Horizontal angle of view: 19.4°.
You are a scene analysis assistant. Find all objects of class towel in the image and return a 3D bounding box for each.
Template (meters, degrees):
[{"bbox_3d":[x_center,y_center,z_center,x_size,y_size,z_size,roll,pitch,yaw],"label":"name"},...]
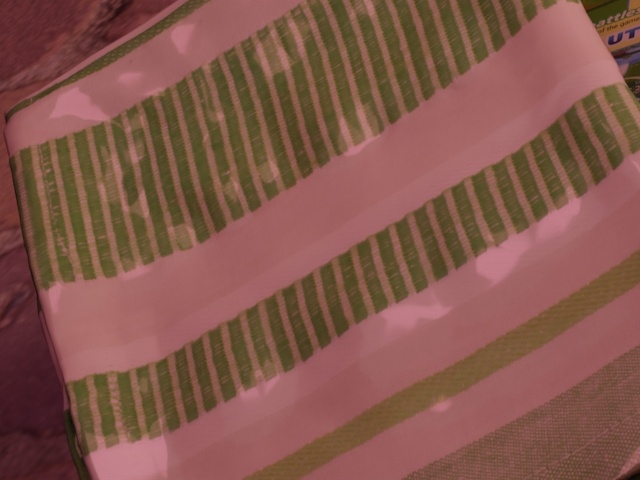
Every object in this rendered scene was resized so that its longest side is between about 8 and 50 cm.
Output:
[{"bbox_3d":[0.000,0.000,0.673,0.248,0.038,0.324,-32,43,12],"label":"towel"}]

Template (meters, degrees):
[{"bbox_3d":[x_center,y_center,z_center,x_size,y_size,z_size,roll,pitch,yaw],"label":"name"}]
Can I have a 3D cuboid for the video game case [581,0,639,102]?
[{"bbox_3d":[0.163,-0.048,0.698,0.329,0.036,0.300,-17,33,27],"label":"video game case"}]
